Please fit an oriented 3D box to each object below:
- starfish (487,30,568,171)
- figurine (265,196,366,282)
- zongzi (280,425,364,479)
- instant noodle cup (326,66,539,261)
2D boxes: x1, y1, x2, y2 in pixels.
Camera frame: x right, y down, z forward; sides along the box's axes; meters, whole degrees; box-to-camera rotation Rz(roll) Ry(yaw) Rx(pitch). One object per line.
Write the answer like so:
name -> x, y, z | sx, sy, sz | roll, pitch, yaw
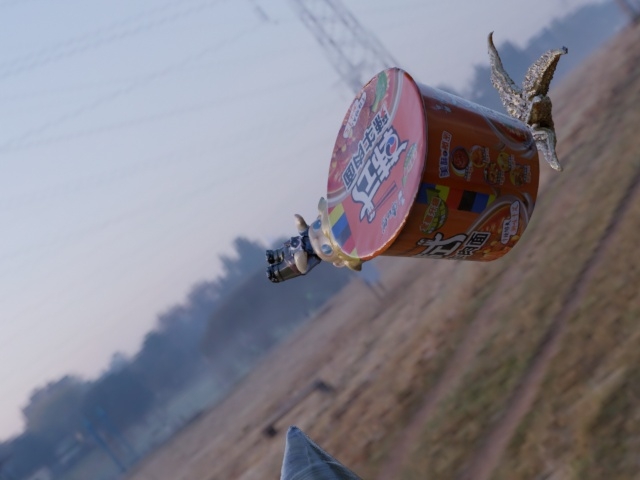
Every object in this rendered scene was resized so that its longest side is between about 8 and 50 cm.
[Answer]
starfish -> 0.372, -0.241, 2.526 | 0.084, 0.301, 0.293 | -7, 0, -7
figurine -> 0.000, 0.000, 2.268 | 0.196, 0.108, 0.114 | -20, 46, 21
zongzi -> 0.075, 0.294, 1.420 | 0.300, 0.286, 0.138 | -86, -1, -53
instant noodle cup -> 0.148, -0.082, 1.872 | 0.192, 0.250, 0.250 | 11, -29, -27
